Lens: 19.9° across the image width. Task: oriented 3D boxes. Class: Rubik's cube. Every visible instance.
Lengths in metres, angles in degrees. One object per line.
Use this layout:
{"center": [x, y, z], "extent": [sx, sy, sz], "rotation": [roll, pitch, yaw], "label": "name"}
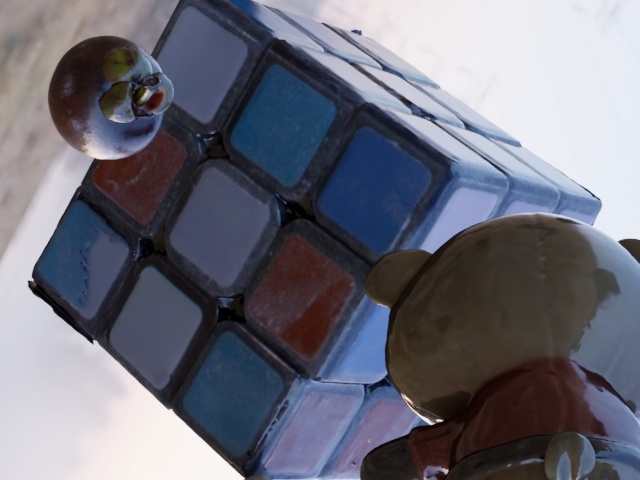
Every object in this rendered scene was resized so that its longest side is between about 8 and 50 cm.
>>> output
{"center": [0.000, 0.000, 1.751], "extent": [0.362, 0.363, 0.359], "rotation": [14, 109, -56], "label": "Rubik's cube"}

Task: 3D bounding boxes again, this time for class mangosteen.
{"center": [-0.132, -0.090, 1.161], "extent": [0.081, 0.081, 0.081], "rotation": [-62, -174, 11], "label": "mangosteen"}

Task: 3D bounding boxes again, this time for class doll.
{"center": [0.142, 0.117, 1.212], "extent": [0.174, 0.235, 0.330], "rotation": [86, 1, -47], "label": "doll"}

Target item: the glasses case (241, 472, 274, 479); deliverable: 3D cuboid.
{"center": [-0.011, 0.360, 1.491], "extent": [0.076, 0.144, 0.336], "rotation": [-26, -131, 5], "label": "glasses case"}
